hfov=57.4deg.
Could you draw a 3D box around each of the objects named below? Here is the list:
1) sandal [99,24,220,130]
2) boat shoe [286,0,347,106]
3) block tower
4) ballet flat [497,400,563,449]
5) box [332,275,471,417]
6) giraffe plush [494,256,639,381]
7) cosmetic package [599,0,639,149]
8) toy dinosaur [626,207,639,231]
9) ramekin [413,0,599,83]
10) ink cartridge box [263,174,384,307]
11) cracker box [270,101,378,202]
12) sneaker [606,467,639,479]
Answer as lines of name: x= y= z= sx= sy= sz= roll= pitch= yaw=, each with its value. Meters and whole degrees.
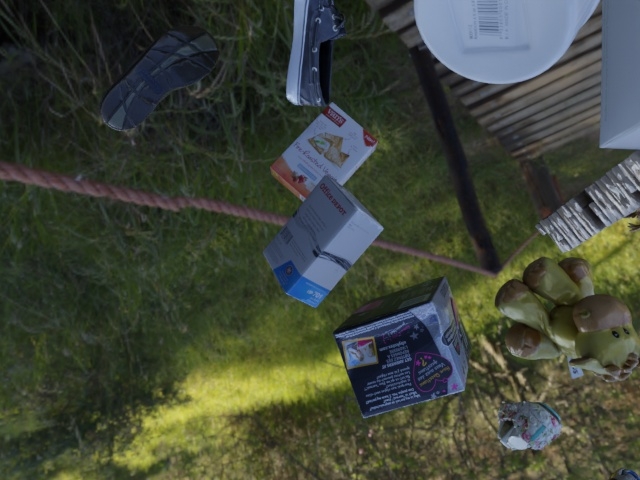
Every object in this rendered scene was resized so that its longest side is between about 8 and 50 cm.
sandal: x=-0.256 y=-0.257 z=0.917 sx=0.219 sy=0.060 sz=0.090 roll=-47 pitch=125 yaw=-10
boat shoe: x=0.002 y=-0.307 z=0.865 sx=0.076 sy=0.228 sz=0.080 roll=18 pitch=-155 yaw=14
block tower: x=0.580 y=-0.080 z=1.186 sx=0.091 sy=0.097 sz=0.335 roll=-31 pitch=169 yaw=-21
ballet flat: x=0.347 y=0.327 z=1.022 sx=0.077 sy=0.091 sz=0.241 roll=-47 pitch=161 yaw=-11
box: x=0.145 y=0.162 z=0.943 sx=0.163 sy=0.142 sz=0.247 roll=-20 pitch=180 yaw=17
giraffe plush: x=0.379 y=0.131 z=0.840 sx=0.181 sy=0.210 sz=0.170 roll=-34 pitch=-173 yaw=-4
cosmetic package: x=0.482 y=-0.188 z=0.560 sx=0.366 sy=0.197 sz=0.155 roll=4 pitch=176 yaw=5
toy dinosaur: x=0.773 y=-0.073 z=1.378 sx=0.211 sy=0.064 sz=0.112 roll=20 pitch=143 yaw=1
ramekin: x=0.280 y=-0.378 z=0.903 sx=0.277 sy=0.135 sz=0.277 roll=23 pitch=150 yaw=14
ink cartridge box: x=0.000 y=0.000 z=1.041 sx=0.082 sy=0.139 sz=0.190 roll=33 pitch=104 yaw=-37
cracker box: x=0.009 y=-0.206 z=1.454 sx=0.232 sy=0.156 sz=0.067 roll=-48 pitch=174 yaw=-9
sneaker: x=0.570 y=0.471 z=1.097 sx=0.084 sy=0.069 sz=0.185 roll=-51 pitch=150 yaw=4
